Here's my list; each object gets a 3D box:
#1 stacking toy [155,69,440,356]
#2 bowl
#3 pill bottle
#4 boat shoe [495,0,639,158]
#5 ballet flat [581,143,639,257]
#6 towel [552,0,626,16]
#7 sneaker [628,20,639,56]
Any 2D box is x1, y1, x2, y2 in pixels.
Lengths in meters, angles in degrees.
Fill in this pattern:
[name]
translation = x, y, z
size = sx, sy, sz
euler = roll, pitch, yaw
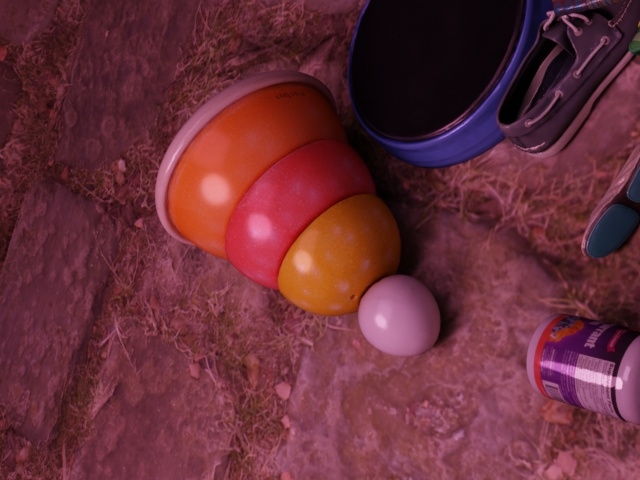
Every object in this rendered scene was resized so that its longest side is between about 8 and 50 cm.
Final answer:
[stacking toy]
translation = 0.000, 0.000, 1.478
size = 0.480, 0.350, 0.351
euler = 48, 114, 29
[bowl]
translation = 0.192, -0.309, 1.496
size = 0.391, 0.077, 0.391
euler = -20, 63, 43
[pill bottle]
translation = 0.350, 0.154, 1.135
size = 0.193, 0.108, 0.108
euler = 11, 85, 49
[boat shoe]
translation = 0.343, -0.264, 1.293
size = 0.319, 0.099, 0.116
euler = -61, 39, 12
[ballet flat]
translation = 0.385, -0.051, 1.223
size = 0.168, 0.057, 0.052
euler = -57, 15, 13
[towel]
translation = 0.477, -0.408, 1.165
size = 0.370, 0.040, 0.271
euler = -3, 51, 46
[sneaker]
translation = 0.466, -0.164, 1.069
size = 0.123, 0.109, 0.295
euler = -53, 56, 24
